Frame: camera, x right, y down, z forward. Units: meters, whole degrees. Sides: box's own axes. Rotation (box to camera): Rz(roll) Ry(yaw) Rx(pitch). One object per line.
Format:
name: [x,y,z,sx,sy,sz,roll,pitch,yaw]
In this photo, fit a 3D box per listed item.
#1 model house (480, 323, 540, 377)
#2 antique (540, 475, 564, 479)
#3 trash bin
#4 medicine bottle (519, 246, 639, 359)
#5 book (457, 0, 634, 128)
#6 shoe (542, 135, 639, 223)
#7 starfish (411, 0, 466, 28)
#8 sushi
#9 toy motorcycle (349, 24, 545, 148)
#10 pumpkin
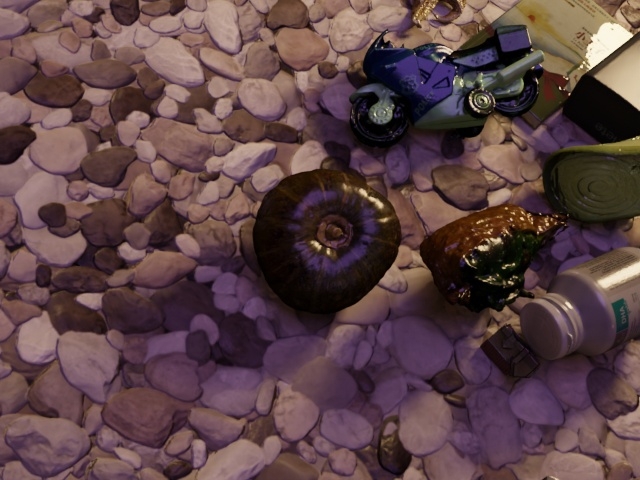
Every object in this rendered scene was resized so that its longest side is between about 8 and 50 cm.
model house: [0.285,0.173,1.578,0.058,0.057,0.083,-43,78,14]
antique: [0.331,0.422,1.413,0.152,0.148,0.146,26,62,3]
trash bin: [0.557,-0.260,1.813,0.165,0.115,0.225,42,60,14]
medicine bottle: [0.409,0.100,1.581,0.215,0.135,0.135,-20,70,-27]
book: [0.401,-0.341,1.867,0.201,0.026,0.289,44,65,13]
shoe: [0.494,-0.095,1.693,0.262,0.128,0.140,-4,100,26]
starfish: [0.194,-0.462,1.871,0.150,0.053,0.209,18,64,3]
sushi: [0.258,0.036,1.595,0.287,0.149,0.140,-16,35,-41]
toy motorcycle: [0.198,-0.266,1.733,0.331,0.125,0.196,-13,75,-4]
pumpkin: [0.000,0.000,1.560,0.219,0.162,0.219,0,91,-11]
